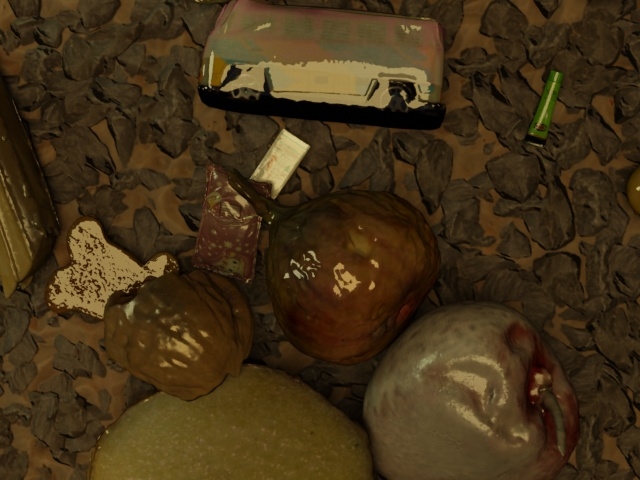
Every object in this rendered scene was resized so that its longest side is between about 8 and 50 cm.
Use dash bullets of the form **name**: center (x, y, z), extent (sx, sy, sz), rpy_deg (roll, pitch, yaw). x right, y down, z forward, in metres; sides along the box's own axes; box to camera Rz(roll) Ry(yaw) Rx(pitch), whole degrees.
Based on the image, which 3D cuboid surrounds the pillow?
- **pillow**: center (-0.146, -0.027, 1.715), extent (0.118, 0.043, 0.185), rpy_deg (15, 109, 6)

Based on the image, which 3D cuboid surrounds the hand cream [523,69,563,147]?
- **hand cream**: center (0.358, -0.209, 1.666), extent (0.036, 0.023, 0.122), rpy_deg (16, 102, -2)

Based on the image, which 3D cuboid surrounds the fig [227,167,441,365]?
- **fig**: center (0.000, 0.000, 1.623), extent (0.368, 0.286, 0.286), rpy_deg (45, 99, 15)

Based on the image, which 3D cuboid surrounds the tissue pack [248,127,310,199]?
- **tissue pack**: center (-0.067, -0.124, 1.707), extent (0.056, 0.023, 0.108), rpy_deg (36, 99, -1)

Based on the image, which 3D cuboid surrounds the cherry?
- **cherry**: center (0.221, 0.244, 1.595), extent (0.335, 0.291, 0.326), rpy_deg (-1, 136, 17)

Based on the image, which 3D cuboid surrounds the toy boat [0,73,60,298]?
- **toy boat**: center (-0.554, -0.126, 1.691), extent (0.162, 0.136, 0.445), rpy_deg (-18, 97, 11)

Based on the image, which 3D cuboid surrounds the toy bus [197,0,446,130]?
- **toy bus**: center (0.005, -0.275, 1.618), extent (0.386, 0.171, 0.162), rpy_deg (5, 88, 4)

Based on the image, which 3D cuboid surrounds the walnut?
- **walnut**: center (-0.225, 0.137, 1.619), extent (0.238, 0.141, 0.204), rpy_deg (-15, 55, 2)

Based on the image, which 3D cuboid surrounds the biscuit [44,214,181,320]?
- **biscuit**: center (-0.305, 0.098, 1.742), extent (0.301, 0.049, 0.197), rpy_deg (27, 98, 1)

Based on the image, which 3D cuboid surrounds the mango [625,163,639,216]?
- **mango**: center (0.574, -0.092, 1.636), extent (0.195, 0.092, 0.130), rpy_deg (-30, 93, -1)

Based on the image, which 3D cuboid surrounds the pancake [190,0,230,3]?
- **pancake**: center (-0.171, -0.494, 1.656), extent (0.222, 0.042, 0.236), rpy_deg (-23, 92, 12)

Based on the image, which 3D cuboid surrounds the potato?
- **potato**: center (-0.123, 0.428, 1.661), extent (0.442, 0.319, 0.385), rpy_deg (22, 60, 18)
